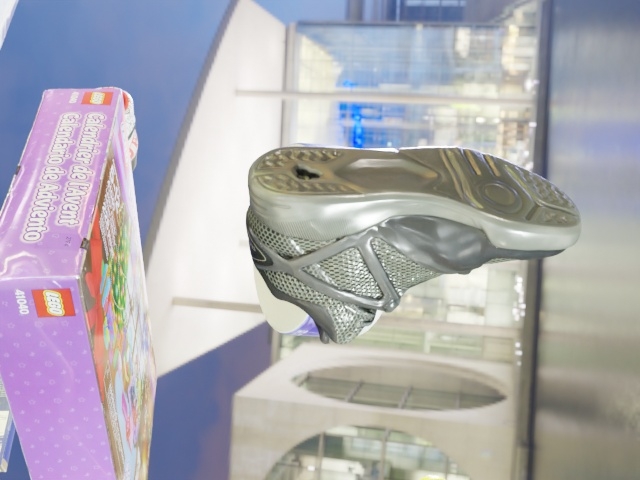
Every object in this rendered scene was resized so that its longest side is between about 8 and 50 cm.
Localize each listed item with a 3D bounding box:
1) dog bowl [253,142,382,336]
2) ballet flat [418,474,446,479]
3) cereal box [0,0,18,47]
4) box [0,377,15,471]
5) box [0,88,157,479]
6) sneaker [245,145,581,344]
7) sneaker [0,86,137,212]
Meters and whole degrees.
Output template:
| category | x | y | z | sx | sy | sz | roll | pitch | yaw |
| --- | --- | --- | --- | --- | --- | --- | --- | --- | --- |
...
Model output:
| category | x | y | z | sx | sy | sz | roll | pitch | yaw |
| --- | --- | --- | --- | --- | --- | --- | --- | --- | --- |
| dog bowl | 0.000 | 0.000 | 1.124 | 0.265 | 0.104 | 0.265 | -175 | 90 | -65 |
| ballet flat | 0.130 | 0.431 | 1.101 | 0.077 | 0.077 | 0.231 | -127 | 51 | -76 |
| cereal box | -0.466 | -0.391 | 1.161 | 0.173 | 0.047 | 0.240 | 108 | 165 | -46 |
| box | -0.617 | 0.308 | 1.478 | 0.037 | 0.136 | 0.225 | 92 | 177 | -53 |
| box | -0.159 | 0.071 | 0.568 | 0.201 | 0.057 | 0.293 | -98 | 9 | -51 |
| sneaker | 0.060 | 0.005 | 0.570 | 0.087 | 0.227 | 0.130 | -102 | 16 | -47 |
| sneaker | -0.346 | -0.106 | 1.100 | 0.270 | 0.090 | 0.145 | -50 | -19 | -42 |
